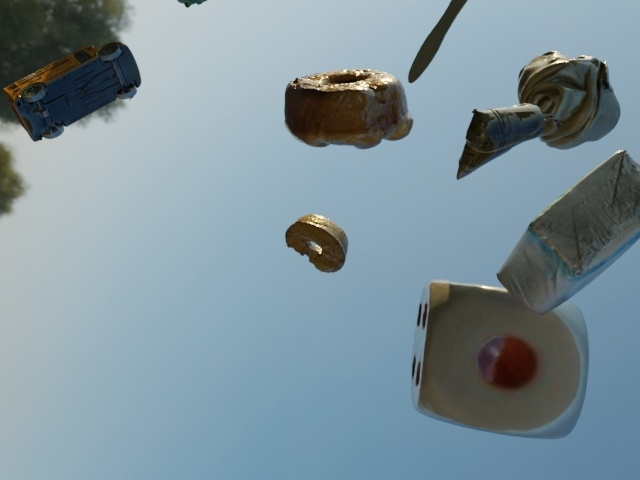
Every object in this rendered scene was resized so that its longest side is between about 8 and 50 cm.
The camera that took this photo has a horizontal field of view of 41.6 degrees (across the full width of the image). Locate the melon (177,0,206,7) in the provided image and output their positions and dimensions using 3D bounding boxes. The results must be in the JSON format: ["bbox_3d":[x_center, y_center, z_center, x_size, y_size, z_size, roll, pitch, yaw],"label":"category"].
[{"bbox_3d":[-0.202,-0.549,1.170,0.331,0.226,0.343,-77,178,-51],"label":"melon"}]

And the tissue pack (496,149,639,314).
[{"bbox_3d":[0.397,0.000,1.306,0.124,0.201,0.271,53,-10,14],"label":"tissue pack"}]

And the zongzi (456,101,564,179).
[{"bbox_3d":[0.377,-0.197,1.724,0.178,0.189,0.081,101,-26,-49],"label":"zongzi"}]

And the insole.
[{"bbox_3d":[0.202,-0.354,1.433,0.197,0.004,0.065,-59,-155,17],"label":"insole"}]

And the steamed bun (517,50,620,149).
[{"bbox_3d":[0.523,-0.304,1.830,0.211,0.144,0.218,-13,-81,40],"label":"steamed bun"}]

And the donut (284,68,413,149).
[{"bbox_3d":[0.056,-0.302,1.941,0.317,0.299,0.150,8,-65,31],"label":"donut"}]

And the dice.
[{"bbox_3d":[0.344,0.229,1.671,0.304,0.304,0.277,48,49,-87],"label":"dice"}]

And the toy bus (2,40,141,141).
[{"bbox_3d":[-0.313,-0.197,1.072,0.074,0.162,0.069,38,-26,41],"label":"toy bus"}]

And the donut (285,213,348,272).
[{"bbox_3d":[0.000,0.000,1.354,0.097,0.108,0.043,-33,-158,48],"label":"donut"}]
